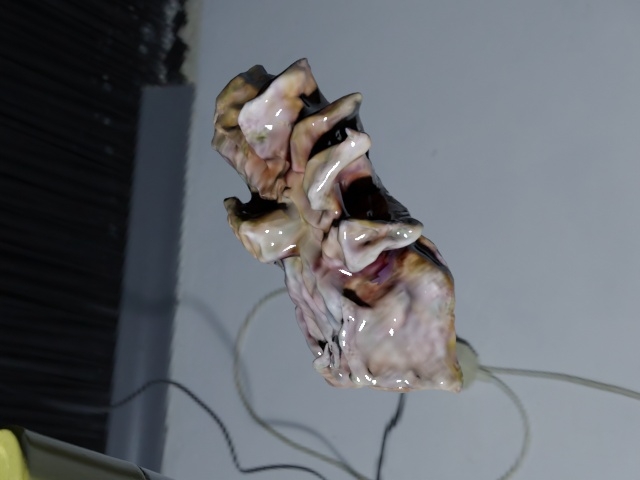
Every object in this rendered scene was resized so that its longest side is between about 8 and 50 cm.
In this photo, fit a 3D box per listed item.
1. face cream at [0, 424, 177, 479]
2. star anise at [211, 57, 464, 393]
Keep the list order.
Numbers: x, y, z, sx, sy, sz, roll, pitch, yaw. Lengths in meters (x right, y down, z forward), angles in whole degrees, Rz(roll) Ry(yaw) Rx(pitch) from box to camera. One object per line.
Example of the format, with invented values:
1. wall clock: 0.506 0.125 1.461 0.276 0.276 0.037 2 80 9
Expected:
1. face cream: -0.227 0.288 1.053 0.218 0.179 0.218 -42 34 38
2. star anise: -0.003 -0.003 0.747 0.220 0.099 0.214 -149 43 -64
